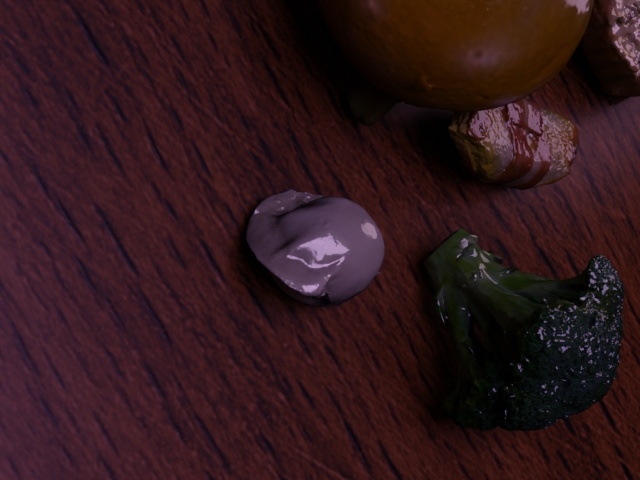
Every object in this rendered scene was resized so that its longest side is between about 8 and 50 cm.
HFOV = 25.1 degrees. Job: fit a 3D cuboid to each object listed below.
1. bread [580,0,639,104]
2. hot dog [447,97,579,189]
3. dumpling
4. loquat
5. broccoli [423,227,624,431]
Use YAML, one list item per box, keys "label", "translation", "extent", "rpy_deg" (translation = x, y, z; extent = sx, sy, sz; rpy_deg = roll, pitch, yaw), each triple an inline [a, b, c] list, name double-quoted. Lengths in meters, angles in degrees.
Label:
- label: "bread"
  translation: [0.434, -0.318, 1.923]
  extent: [0.274, 0.149, 0.274]
  rpy_deg: [8, 77, -39]
- label: "hot dog"
  translation: [0.225, -0.124, 1.789]
  extent: [0.261, 0.093, 0.123]
  rpy_deg: [13, 69, -47]
- label: "dumpling"
  translation: [-0.001, 0.001, 1.627]
  extent: [0.176, 0.092, 0.150]
  rpy_deg: [-34, 88, -27]
- label: "loquat"
  translation: [0.135, -0.282, 1.640]
  extent: [0.328, 0.328, 0.359]
  rpy_deg: [23, 114, -29]
- label: "broccoli"
  translation: [0.241, 0.091, 1.709]
  extent: [0.269, 0.254, 0.269]
  rpy_deg: [25, 35, -19]
